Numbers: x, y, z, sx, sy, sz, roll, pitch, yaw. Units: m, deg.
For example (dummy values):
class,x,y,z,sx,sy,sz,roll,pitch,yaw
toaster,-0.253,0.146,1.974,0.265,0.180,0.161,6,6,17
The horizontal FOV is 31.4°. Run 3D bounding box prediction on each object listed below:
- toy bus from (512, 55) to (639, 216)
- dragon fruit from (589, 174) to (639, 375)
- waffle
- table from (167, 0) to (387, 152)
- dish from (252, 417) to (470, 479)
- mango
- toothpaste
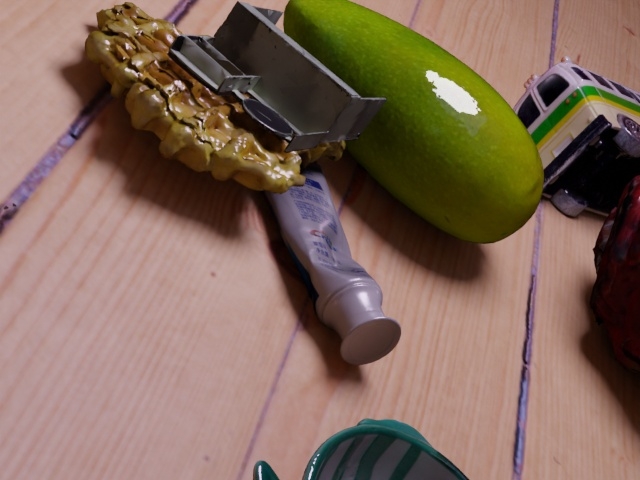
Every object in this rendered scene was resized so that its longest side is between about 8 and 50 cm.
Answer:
class,x,y,z,sx,sy,sz,roll,pitch,yaw
toy bus,0.407,-0.124,1.558,0.305,0.143,0.179,13,41,-37
dragon fruit,0.456,0.047,1.265,0.329,0.329,0.329,28,35,-22
waffle,-0.092,-0.128,1.075,0.291,0.051,0.291,30,24,-15
table,-0.036,-0.154,1.063,0.146,0.062,0.175,41,20,12
dish,0.039,0.228,0.798,0.246,0.078,0.224,21,38,-32
mango,0.093,-0.135,1.206,0.343,0.156,0.192,40,4,-2
toothpaste,0.000,0.000,1.059,0.096,0.061,0.266,14,35,-36
